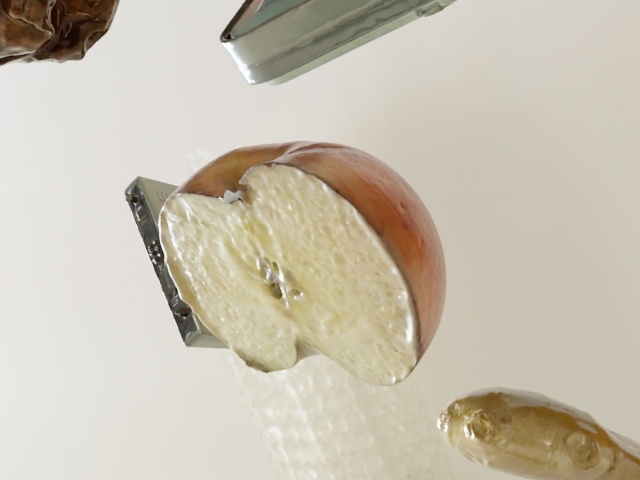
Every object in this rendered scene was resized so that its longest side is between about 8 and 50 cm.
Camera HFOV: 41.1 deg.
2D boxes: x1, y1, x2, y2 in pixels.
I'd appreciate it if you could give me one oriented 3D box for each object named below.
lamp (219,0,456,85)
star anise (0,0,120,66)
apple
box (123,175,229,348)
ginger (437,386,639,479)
[{"bbox_3d":[0.088,-0.205,0.471,0.269,0.047,0.266,-18,-149,34],"label":"lamp"},{"bbox_3d":[-0.222,-0.134,0.537,0.196,0.111,0.212,-42,-174,-38],"label":"star anise"},{"bbox_3d":[0.000,0.000,0.833,0.293,0.251,0.163,0,-147,38],"label":"apple"},{"bbox_3d":[-0.167,0.037,1.225,0.045,0.270,0.211,-41,152,25],"label":"box"},{"bbox_3d":[0.325,0.258,0.953,0.348,0.363,0.122,21,-103,24],"label":"ginger"}]
